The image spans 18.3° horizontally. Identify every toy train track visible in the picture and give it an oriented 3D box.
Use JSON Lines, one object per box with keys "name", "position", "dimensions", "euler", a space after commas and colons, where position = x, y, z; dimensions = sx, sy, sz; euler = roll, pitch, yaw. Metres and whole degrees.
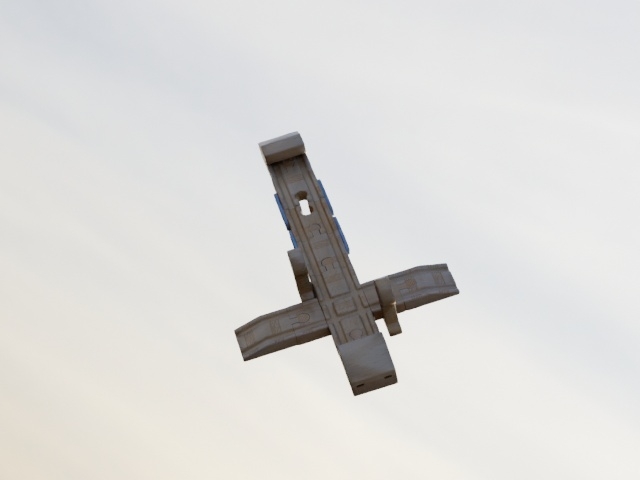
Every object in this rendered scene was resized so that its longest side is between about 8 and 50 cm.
{"name": "toy train track", "position": [0.000, 0.000, 0.431], "dimensions": [0.083, 0.048, 0.014], "euler": [-112, -174, -49]}
